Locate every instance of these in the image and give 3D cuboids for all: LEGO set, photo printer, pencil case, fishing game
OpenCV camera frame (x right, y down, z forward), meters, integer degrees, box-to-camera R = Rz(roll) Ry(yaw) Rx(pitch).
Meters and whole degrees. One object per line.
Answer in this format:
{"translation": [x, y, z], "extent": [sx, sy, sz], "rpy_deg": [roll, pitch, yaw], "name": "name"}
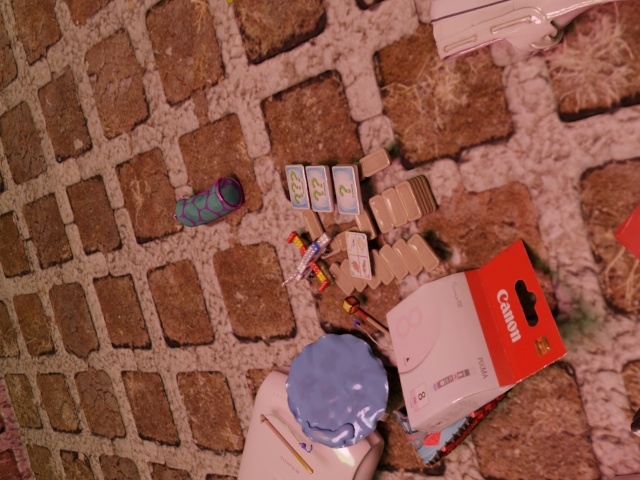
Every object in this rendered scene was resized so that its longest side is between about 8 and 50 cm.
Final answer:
{"translation": [0.000, 0.000, 1.038], "extent": [0.183, 0.060, 0.244], "rpy_deg": [9, 113, 50], "name": "LEGO set"}
{"translation": [-0.022, 0.395, 1.163], "extent": [0.256, 0.107, 0.307], "rpy_deg": [32, 122, 30], "name": "photo printer"}
{"translation": [-0.215, -0.072, 1.216], "extent": [0.152, 0.064, 0.070], "rpy_deg": [-18, 116, 42], "name": "pencil case"}
{"translation": [0.030, 0.246, 1.054], "extent": [0.189, 0.041, 0.264], "rpy_deg": [34, 89, 31], "name": "fishing game"}

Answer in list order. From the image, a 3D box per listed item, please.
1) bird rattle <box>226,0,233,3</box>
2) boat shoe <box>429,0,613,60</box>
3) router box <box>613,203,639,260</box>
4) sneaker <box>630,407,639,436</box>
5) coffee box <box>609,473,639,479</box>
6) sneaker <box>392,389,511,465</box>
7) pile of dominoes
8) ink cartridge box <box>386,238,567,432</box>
{"translation": [-0.103, -0.478, 0.962], "extent": [0.254, 0.143, 0.206], "rpy_deg": [-2, 85, 38], "name": "bird rattle"}
{"translation": [0.245, -0.261, 0.745], "extent": [0.268, 0.096, 0.088], "rpy_deg": [4, 109, 41], "name": "boat shoe"}
{"translation": [0.493, -0.026, 0.561], "extent": [0.301, 0.082, 0.335], "rpy_deg": [55, 132, 34], "name": "router box"}
{"translation": [0.468, 0.204, 0.714], "extent": [0.094, 0.081, 0.208], "rpy_deg": [53, 135, 1], "name": "sneaker"}
{"translation": [0.433, 0.453, 0.612], "extent": [0.334, 0.338, 0.338], "rpy_deg": [-32, 82, 50], "name": "coffee box"}
{"translation": [0.185, 0.221, 0.936], "extent": [0.125, 0.104, 0.261], "rpy_deg": [46, 128, 24], "name": "sneaker"}
{"translation": [0.078, -0.023, 1.014], "extent": [0.251, 0.040, 0.195], "rpy_deg": [-25, 87, 50], "name": "pile of dominoes"}
{"translation": [0.194, 0.124, 0.861], "extent": [0.232, 0.066, 0.189], "rpy_deg": [-50, 35, 38], "name": "ink cartridge box"}
